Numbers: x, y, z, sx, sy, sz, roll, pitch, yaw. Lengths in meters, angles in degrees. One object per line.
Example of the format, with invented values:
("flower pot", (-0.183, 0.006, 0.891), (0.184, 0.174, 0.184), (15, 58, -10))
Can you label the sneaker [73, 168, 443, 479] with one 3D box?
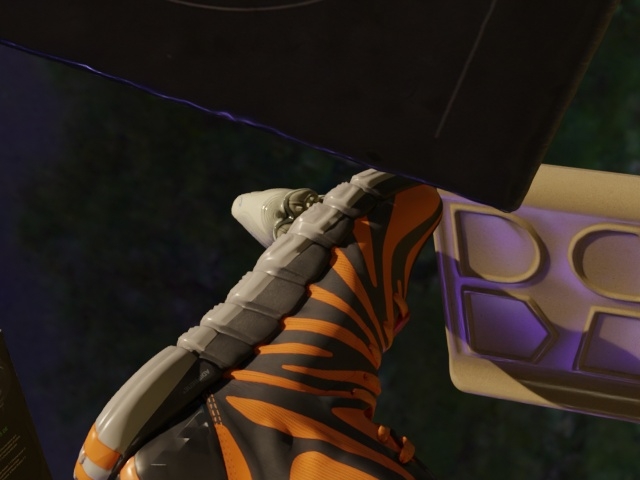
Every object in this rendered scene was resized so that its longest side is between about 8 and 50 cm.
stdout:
("sneaker", (0.016, 0.094, 1.075), (0.321, 0.180, 0.124), (-45, -14, -35))

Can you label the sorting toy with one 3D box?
("sorting toy", (0.241, 0.044, 1.436), (0.041, 0.307, 0.229), (-55, -35, -48))

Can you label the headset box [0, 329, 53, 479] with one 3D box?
("headset box", (-0.318, 0.170, 1.265), (0.131, 0.246, 0.283), (-46, -43, -41))

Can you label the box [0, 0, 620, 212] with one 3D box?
("box", (-0.041, -0.331, 0.782), (0.297, 0.472, 0.480), (-74, 5, -50))

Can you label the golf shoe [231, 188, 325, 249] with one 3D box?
("golf shoe", (0.000, 0.000, 1.451), (0.176, 0.086, 0.069), (38, -108, -47))
